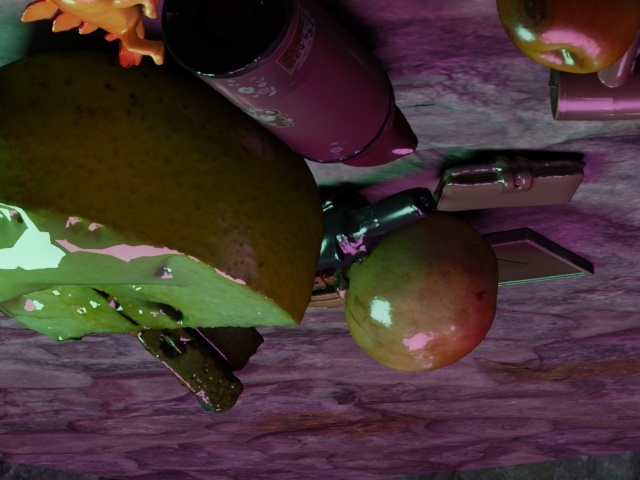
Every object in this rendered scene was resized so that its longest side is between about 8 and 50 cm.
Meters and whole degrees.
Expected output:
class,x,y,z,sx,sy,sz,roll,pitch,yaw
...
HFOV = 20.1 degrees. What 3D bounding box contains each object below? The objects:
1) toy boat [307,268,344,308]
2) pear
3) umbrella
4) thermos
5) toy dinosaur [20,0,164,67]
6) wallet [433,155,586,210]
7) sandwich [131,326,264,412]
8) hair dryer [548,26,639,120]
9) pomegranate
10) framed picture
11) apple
class,x,y,z,sx,sy,sz,roll,pitch,yaw
toy boat,-0.004,0.044,2.254,0.206,0.064,0.072,-8,145,19
pear,-0.200,-0.055,1.627,0.342,0.238,0.318,-5,152,37
umbrella,0.000,0.000,2.011,0.118,0.118,0.340,13,159,-39
thermos,-0.025,-0.134,1.521,0.136,0.109,0.330,-15,161,18
toy dinosaur,-0.182,-0.201,1.376,0.117,0.070,0.288,-1,159,3
wallet,0.200,-0.061,1.917,0.153,0.038,0.118,-2,167,-6
sandwich,-0.186,0.072,2.114,0.292,0.109,0.212,45,175,2
hair dryer,0.260,-0.160,1.542,0.117,0.064,0.181,-1,159,1
pomegranate,0.113,0.058,2.072,0.191,0.191,0.191,0,164,0
framed picture,0.237,0.025,2.264,0.150,0.015,0.203,-10,162,31
apple,0.191,-0.181,1.376,0.114,0.102,0.099,12,161,-35
